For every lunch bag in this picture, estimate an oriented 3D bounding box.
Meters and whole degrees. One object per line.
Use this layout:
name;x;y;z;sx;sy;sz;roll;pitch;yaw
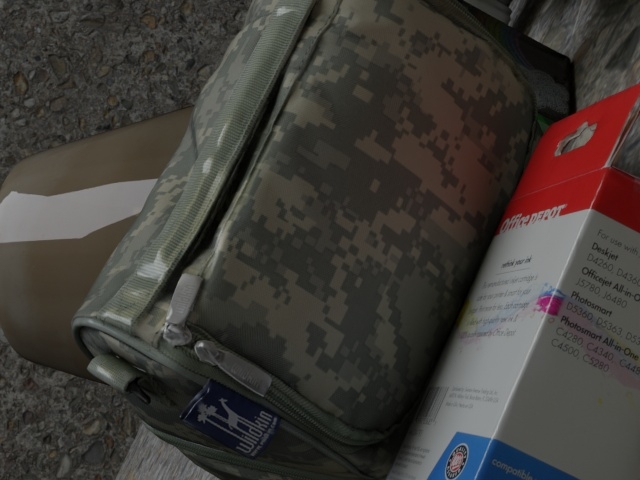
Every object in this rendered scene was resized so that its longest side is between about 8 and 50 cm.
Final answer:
lunch bag;0.000;0.000;0.770;0.256;0.213;0.305;51;-122;-49

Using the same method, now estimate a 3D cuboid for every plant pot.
plant pot;-0.125;0.016;1.145;0.323;0.281;0.323;-1;-90;-78

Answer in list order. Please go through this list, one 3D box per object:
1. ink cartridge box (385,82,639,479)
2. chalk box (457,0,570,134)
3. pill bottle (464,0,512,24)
ink cartridge box;0.122;0.047;0.641;0.231;0.078;0.134;-65;9;-10
chalk box;0.070;-0.114;0.999;0.132;0.213;0.132;-59;8;33
pill bottle;0.172;-0.335;1.247;0.152;0.152;0.272;-117;49;-80
